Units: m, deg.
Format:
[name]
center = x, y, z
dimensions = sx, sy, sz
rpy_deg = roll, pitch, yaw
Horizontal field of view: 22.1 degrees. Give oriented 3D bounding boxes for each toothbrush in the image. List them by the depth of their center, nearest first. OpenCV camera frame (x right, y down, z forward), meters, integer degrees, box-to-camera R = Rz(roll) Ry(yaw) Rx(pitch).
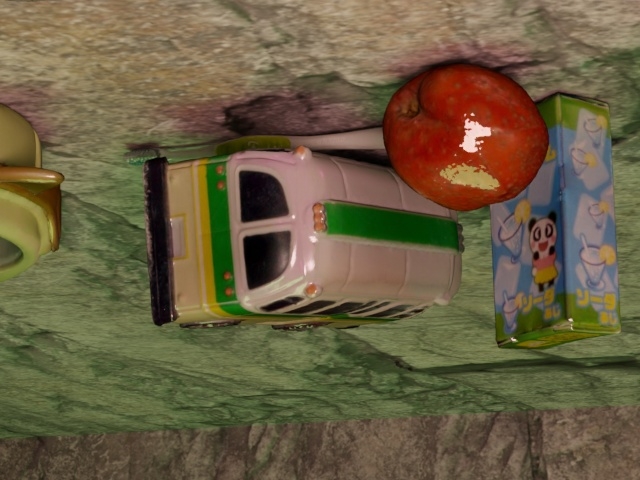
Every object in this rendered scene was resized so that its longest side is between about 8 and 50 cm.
[toothbrush]
center = -0.048, -0.081, 1.429
dimensions = 0.263, 0.022, 0.026
rpy_deg = -4, 177, 17

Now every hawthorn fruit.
[hawthorn fruit]
center = 0.109, -0.080, 1.249
dimensions = 0.128, 0.128, 0.128
rpy_deg = 0, 166, 0

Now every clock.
[clock]
center = -0.364, -0.045, 1.391
dimensions = 0.286, 0.117, 0.348
rpy_deg = 12, 161, -37

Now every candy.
[candy]
center = 0.188, -0.013, 1.333
dimensions = 0.062, 0.194, 0.097
rpy_deg = 8, 164, -30

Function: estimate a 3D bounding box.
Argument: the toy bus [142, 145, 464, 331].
[toy bus]
center = 0.000, 0.000, 1.432
dimensions = 0.179, 0.143, 0.305
rpy_deg = -10, 171, 31
